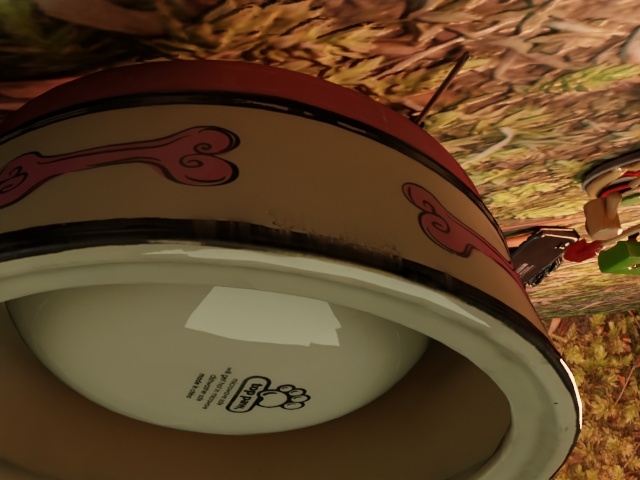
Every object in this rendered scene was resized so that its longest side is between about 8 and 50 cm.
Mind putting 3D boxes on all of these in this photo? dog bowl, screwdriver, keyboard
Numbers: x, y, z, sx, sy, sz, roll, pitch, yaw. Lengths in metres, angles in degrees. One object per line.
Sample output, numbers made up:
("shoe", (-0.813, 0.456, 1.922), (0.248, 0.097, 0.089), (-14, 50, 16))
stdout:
("dog bowl", (-0.060, 0.062, 0.526), (0.407, 0.151, 0.408), (1, 143, 0))
("screwdriver", (0.070, -0.084, 0.557), (0.025, 0.024, 0.170), (-35, 173, -22))
("keyboard", (0.281, 0.038, 1.182), (0.108, 0.023, 0.180), (6, 143, -31))

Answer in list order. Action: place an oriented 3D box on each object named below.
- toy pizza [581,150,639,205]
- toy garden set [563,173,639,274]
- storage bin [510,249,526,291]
("toy pizza", (0.356, -0.061, 0.820), (0.201, 0.032, 0.201), (-7, 170, -1))
("toy garden set", (0.321, -0.039, 0.739), (0.203, 0.049, 0.244), (3, 155, -24))
("storage bin", (0.253, 0.066, 1.313), (0.091, 0.098, 0.135), (4, 169, -2))
